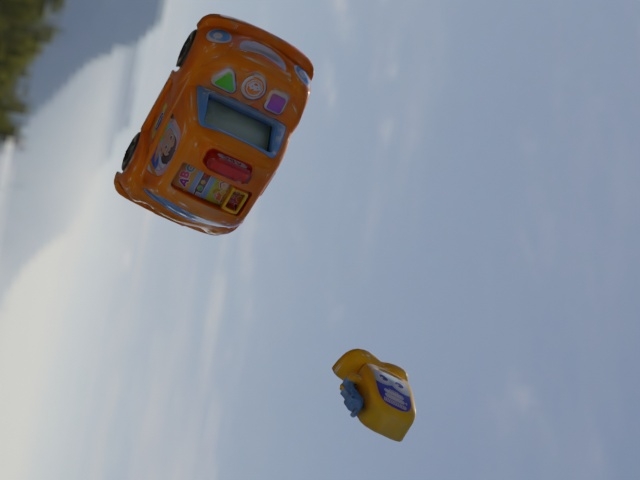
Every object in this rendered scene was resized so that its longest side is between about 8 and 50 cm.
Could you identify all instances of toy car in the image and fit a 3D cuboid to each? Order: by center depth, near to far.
[{"bbox_3d":[0.000,0.000,0.513,0.060,0.122,0.040,-42,-157,12],"label":"toy car"}]
